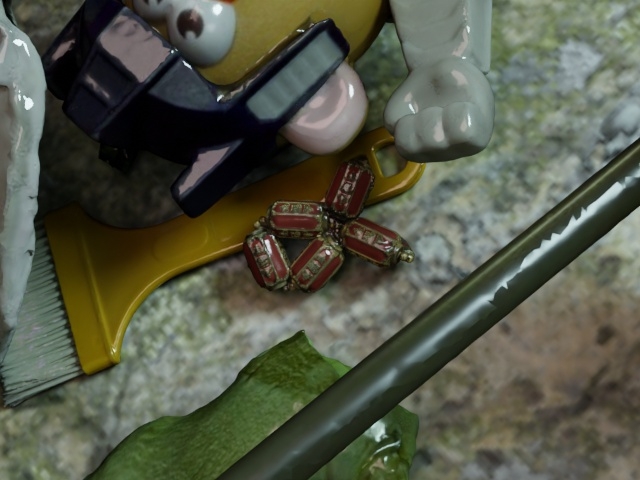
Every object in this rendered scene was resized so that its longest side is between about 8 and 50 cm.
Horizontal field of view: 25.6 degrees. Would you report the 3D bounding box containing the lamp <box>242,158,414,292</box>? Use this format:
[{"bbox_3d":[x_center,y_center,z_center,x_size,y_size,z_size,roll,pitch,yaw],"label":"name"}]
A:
[{"bbox_3d":[0.000,0.000,0.743,0.083,0.031,0.063,-26,85,9],"label":"lamp"}]

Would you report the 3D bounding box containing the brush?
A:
[{"bbox_3d":[-0.068,-0.001,0.783,0.272,0.013,0.103,-22,68,9],"label":"brush"}]

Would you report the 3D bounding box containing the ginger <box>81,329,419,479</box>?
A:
[{"bbox_3d":[-0.075,0.161,0.694,0.290,0.089,0.137,-32,75,4],"label":"ginger"}]

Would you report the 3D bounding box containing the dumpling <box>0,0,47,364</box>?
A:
[{"bbox_3d":[-0.239,-0.034,0.738,0.293,0.163,0.205,-17,62,50],"label":"dumpling"}]

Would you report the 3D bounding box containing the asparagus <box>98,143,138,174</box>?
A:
[{"bbox_3d":[-0.069,-0.145,0.825,0.022,0.023,0.233,30,82,-21],"label":"asparagus"}]

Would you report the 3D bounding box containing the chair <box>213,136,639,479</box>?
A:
[{"bbox_3d":[0.177,0.110,0.443,0.364,0.362,0.410,45,64,-10],"label":"chair"}]

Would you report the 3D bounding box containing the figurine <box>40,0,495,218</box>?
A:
[{"bbox_3d":[-0.014,-0.146,0.740,0.308,0.143,0.308,-16,54,23],"label":"figurine"}]
